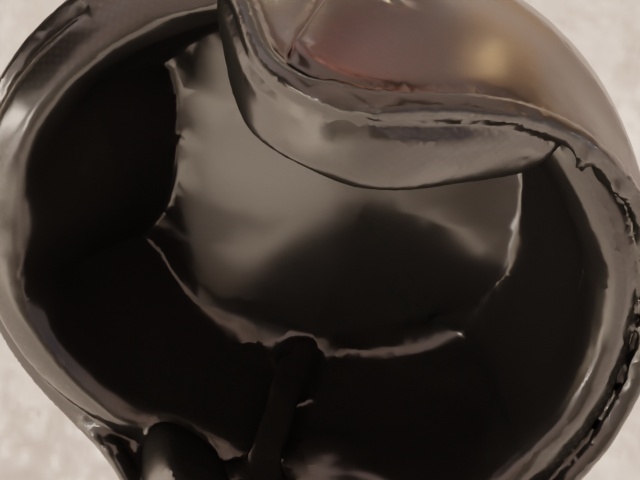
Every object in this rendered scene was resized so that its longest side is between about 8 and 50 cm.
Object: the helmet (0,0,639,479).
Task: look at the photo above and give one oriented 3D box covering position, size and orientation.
[{"bbox_3d":[0.000,0.000,0.573,0.216,0.189,0.193,16,26,8],"label":"helmet"}]
